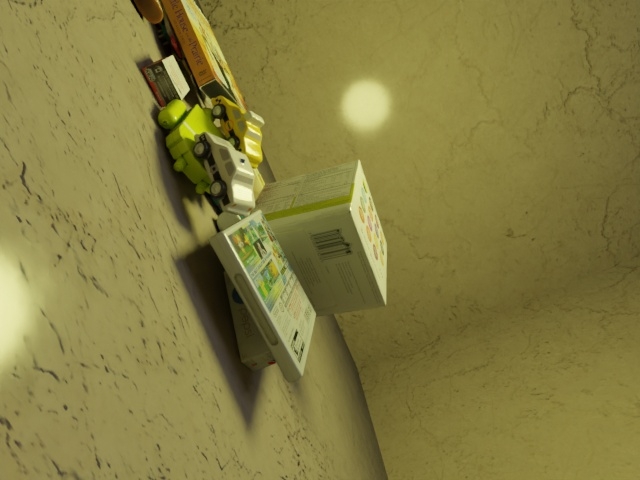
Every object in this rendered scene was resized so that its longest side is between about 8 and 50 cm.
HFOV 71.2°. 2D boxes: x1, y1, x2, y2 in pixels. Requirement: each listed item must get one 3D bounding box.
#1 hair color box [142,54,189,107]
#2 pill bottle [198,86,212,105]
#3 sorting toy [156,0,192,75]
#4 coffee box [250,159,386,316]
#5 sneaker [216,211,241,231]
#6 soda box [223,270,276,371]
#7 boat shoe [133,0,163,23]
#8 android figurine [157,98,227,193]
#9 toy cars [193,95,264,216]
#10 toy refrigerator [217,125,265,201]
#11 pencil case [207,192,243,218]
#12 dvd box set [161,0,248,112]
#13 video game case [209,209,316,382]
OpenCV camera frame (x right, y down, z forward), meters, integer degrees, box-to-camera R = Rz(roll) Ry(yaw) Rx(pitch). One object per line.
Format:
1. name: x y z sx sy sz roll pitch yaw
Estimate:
1. hair color box: -0.365 -0.383 1.067 0.167 0.053 0.093 -111 179 -63
2. pill bottle: -0.395 -0.580 1.641 0.108 0.108 0.193 65 3 -54
3. sorting toy: -0.447 -0.601 1.349 0.132 0.046 0.274 64 3 -60
4. coffee box: 0.000 0.000 1.388 0.334 0.338 0.337 -76 149 -56
5. sneaker: -0.187 0.030 1.107 0.094 0.080 0.212 127 -60 -79
6. soda box: -0.139 0.151 0.926 0.069 0.074 0.216 64 5 -54
7. boat shoe: -0.467 -0.657 1.129 0.207 0.073 0.073 79 -10 -60
8. android figurine: -0.258 -0.201 1.008 0.248 0.056 0.272 49 24 -29
9. toy cars: -0.182 -0.212 0.997 0.176 0.087 0.393 47 23 -31
10. toy refrigerator: -0.278 -0.270 1.568 0.102 0.094 0.269 -110 178 -57
11. pencil case: -0.246 -0.116 1.142 0.151 0.065 0.070 65 5 -47
12. dvd box set: -0.369 -0.602 1.420 0.420 0.062 0.307 66 7 11
13. video game case: -0.102 0.092 0.940 0.299 0.036 0.329 63 9 -8
